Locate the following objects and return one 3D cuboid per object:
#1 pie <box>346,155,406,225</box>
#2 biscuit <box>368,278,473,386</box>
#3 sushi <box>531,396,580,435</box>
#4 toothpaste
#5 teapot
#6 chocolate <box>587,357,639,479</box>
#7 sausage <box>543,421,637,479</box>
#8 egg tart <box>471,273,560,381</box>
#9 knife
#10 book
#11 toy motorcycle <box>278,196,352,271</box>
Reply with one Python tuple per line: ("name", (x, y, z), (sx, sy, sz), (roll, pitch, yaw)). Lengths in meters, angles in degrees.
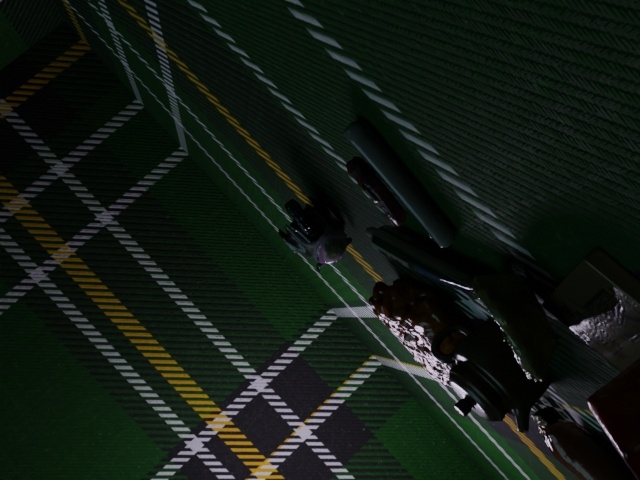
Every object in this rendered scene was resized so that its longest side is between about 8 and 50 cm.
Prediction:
("pie", (0.103, -0.090, 1.214), (0.153, 0.038, 0.153), (47, -172, -9))
("biscuit", (0.274, 0.235, 1.630), (0.318, 0.110, 0.312), (51, 167, -20))
("sushi", (0.528, 0.427, 1.508), (0.210, 0.040, 0.193), (48, 169, -7))
("toothpaste", (0.205, 0.041, 1.304), (0.099, 0.061, 0.392), (24, -175, -36))
("teapot", (0.331, 0.275, 1.372), (0.268, 0.175, 0.185), (40, 165, 35))
("chocolate", (0.389, 0.173, 0.610), (0.237, 0.235, 0.108), (51, 180, -19))
("sausage", (0.621, 0.522, 1.347), (0.419, 0.094, 0.094), (45, 128, 16))
("egg tart", (0.306, 0.124, 1.034), (0.197, 0.078, 0.197), (52, -164, -22))
("knife", (0.135, -0.096, 1.152), (0.265, 0.040, 0.073), (48, -179, -8))
("book", (0.387, 0.103, 0.902), (0.161, 0.026, 0.231), (44, 170, 18))
("toy motorcycle", (0.000, 0.000, 1.778), (0.188, 0.143, 0.327), (44, 176, 18))
